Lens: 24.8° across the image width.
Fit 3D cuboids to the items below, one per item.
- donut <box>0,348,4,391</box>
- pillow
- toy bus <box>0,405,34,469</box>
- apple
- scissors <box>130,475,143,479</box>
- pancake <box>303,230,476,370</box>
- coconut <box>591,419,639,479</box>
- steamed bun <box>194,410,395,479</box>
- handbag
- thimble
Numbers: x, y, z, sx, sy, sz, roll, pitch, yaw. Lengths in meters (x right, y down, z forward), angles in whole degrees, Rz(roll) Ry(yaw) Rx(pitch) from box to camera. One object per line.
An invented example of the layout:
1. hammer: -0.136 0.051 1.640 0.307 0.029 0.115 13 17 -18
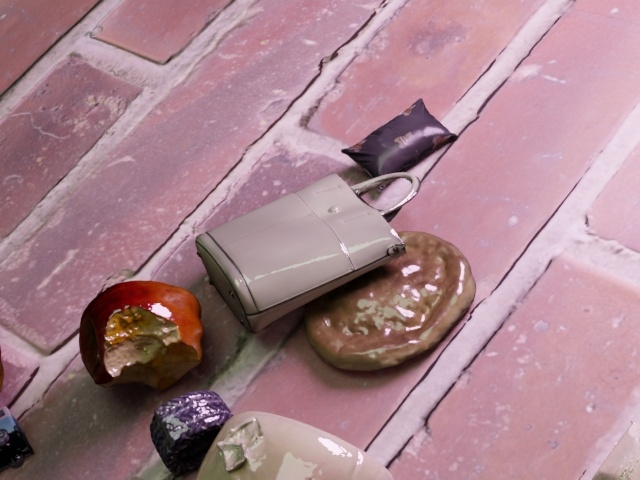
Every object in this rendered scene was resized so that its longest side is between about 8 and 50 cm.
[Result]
1. donut: -0.549 0.117 1.974 0.160 0.330 0.330 -35 47 3
2. pillow: 0.116 -0.140 2.106 0.150 0.048 0.090 -34 45 -12
3. toy bus: -0.458 0.280 1.958 0.123 0.060 0.075 -28 42 -7
4. apple: -0.237 0.125 1.947 0.158 0.156 0.147 -8 40 -25
5. scissors: -0.182 0.370 1.736 0.160 0.024 0.317 -14 28 -33
6. pancake: 0.088 0.076 1.934 0.236 0.042 0.222 -18 43 4
7. coconut: 0.380 0.266 1.575 0.161 0.161 0.162 24 71 35
8. steamed bun: -0.039 0.288 1.722 0.239 0.152 0.170 12 57 33
9. handbag: 0.000 0.000 2.001 0.315 0.109 0.241 -24 32 -13
10. thimble: -0.162 0.244 1.855 0.104 0.095 0.066 -9 47 -36
